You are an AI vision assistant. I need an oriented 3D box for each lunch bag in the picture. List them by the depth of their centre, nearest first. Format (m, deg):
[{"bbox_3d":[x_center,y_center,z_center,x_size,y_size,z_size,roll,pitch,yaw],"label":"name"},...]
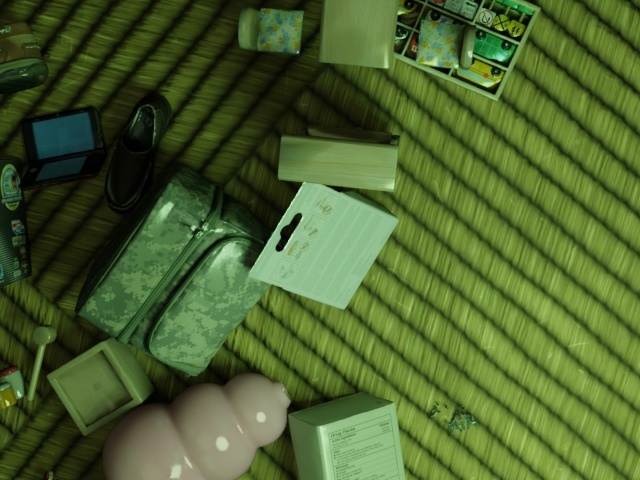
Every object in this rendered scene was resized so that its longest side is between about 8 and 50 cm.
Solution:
[{"bbox_3d":[-0.222,0.052,1.561,0.256,0.212,0.305,35,100,-16],"label":"lunch bag"}]

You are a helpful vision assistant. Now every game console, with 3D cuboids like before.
[{"bbox_3d":[-0.455,-0.159,1.614,0.144,0.124,0.085,-10,123,7],"label":"game console"}]

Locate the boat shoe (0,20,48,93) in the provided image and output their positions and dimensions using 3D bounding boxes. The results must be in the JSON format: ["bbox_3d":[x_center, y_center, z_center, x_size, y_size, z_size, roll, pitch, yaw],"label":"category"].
[{"bbox_3d":[-0.635,-0.299,1.604,0.324,0.122,0.119,-12,91,-1],"label":"boat shoe"}]

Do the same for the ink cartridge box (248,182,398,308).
[{"bbox_3d":[0.000,0.000,1.528,0.232,0.066,0.189,23,103,-39],"label":"ink cartridge box"}]

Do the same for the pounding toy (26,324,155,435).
[{"bbox_3d":[-0.430,0.232,1.654,0.181,0.094,0.206,-31,92,9],"label":"pounding toy"}]

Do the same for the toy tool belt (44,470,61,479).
[{"bbox_3d":[-0.492,0.464,1.718,0.051,0.052,0.083,13,103,-27],"label":"toy tool belt"}]

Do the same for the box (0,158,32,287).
[{"bbox_3d":[-0.570,-0.024,1.546,0.060,0.270,0.216,-2,96,6],"label":"box"}]

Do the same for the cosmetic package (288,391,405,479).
[{"bbox_3d":[0.056,0.433,1.588,0.160,0.113,0.309,-10,96,-29],"label":"cosmetic package"}]

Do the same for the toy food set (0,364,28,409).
[{"bbox_3d":[-0.616,0.250,1.658,0.232,0.111,0.104,-16,96,39],"label":"toy food set"}]

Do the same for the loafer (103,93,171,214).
[{"bbox_3d":[-0.326,-0.149,1.601,0.080,0.078,0.219,19,99,3],"label":"loafer"}]

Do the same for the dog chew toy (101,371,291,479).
[{"bbox_3d":[-0.203,0.342,1.598,0.332,0.206,0.206,-29,93,1],"label":"dog chew toy"}]

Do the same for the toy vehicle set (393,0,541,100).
[{"bbox_3d":[0.206,-0.359,1.542,0.267,0.035,0.165,24,99,3],"label":"toy vehicle set"}]

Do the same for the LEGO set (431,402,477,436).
[{"bbox_3d":[0.237,0.311,1.635,0.083,0.023,0.054,39,97,13],"label":"LEGO set"}]

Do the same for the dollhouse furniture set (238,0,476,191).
[{"bbox_3d":[0.052,-0.290,1.419,0.362,0.256,0.393,7,100,6],"label":"dollhouse furniture set"}]
